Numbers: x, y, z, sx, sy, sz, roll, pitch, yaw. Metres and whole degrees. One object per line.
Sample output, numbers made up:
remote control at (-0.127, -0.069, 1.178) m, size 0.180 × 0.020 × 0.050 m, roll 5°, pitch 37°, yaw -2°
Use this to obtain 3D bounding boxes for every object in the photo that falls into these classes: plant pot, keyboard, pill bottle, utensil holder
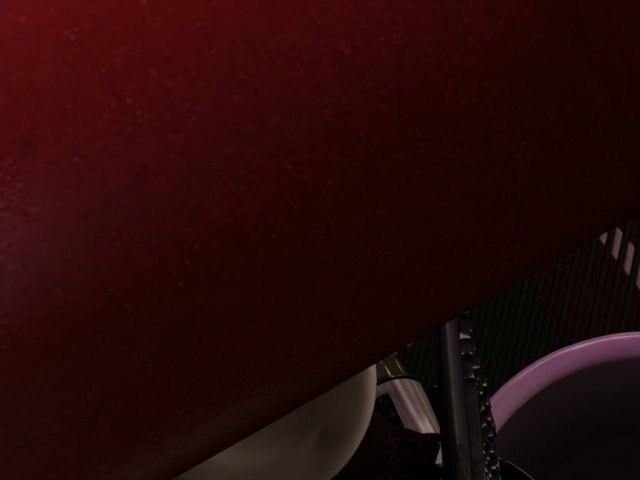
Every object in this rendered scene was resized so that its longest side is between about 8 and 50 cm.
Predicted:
plant pot at (-0.033, -0.067, 0.408) m, size 0.272 × 0.265 × 0.272 m, roll 55°, pitch 2°, yaw -3°
keyboard at (0.081, 0.180, 0.734) m, size 0.317 × 0.033 × 0.202 m, roll -87°, pitch 169°, yaw -55°
pill bottle at (-0.036, 0.044, 0.703) m, size 0.108 × 0.108 × 0.180 m, roll 55°, pitch 2°, yaw -11°
utensil holder at (0.284, 0.280, 1.321) m, size 0.328 × 0.327 × 0.385 m, roll 56°, pitch 0°, yaw 20°

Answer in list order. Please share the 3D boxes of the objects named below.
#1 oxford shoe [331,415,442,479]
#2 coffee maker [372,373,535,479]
oxford shoe at (0.023, 0.137, 0.761) m, size 0.083 × 0.096 × 0.227 m, roll 55°, pitch 3°, yaw -44°
coffee maker at (0.080, 0.201, 1.026) m, size 0.171 × 0.120 × 0.178 m, roll 86°, pitch -20°, yaw -45°
